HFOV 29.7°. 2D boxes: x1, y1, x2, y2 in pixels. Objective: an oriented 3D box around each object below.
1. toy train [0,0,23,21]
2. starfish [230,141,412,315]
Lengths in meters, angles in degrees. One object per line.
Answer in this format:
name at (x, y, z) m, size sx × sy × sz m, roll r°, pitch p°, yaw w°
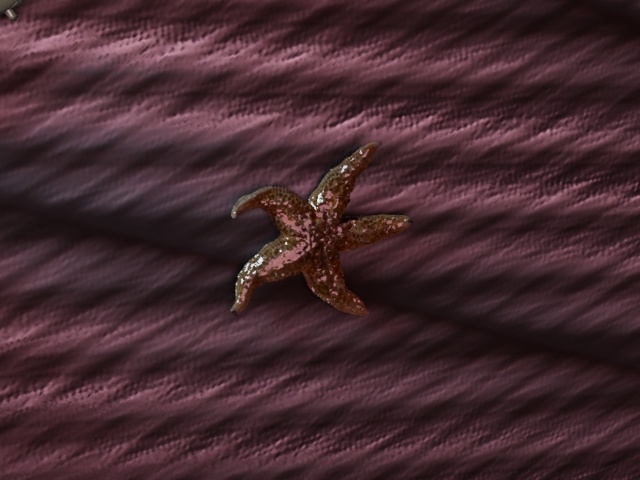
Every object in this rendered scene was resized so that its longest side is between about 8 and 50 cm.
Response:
toy train at (-0.409, -0.253, 1.318) m, size 0.176 × 0.074 × 0.118 m, roll -35°, pitch 120°, yaw -11°
starfish at (0.000, 0.000, 1.501) m, size 0.236 × 0.062 × 0.277 m, roll 39°, pitch 89°, yaw -22°
